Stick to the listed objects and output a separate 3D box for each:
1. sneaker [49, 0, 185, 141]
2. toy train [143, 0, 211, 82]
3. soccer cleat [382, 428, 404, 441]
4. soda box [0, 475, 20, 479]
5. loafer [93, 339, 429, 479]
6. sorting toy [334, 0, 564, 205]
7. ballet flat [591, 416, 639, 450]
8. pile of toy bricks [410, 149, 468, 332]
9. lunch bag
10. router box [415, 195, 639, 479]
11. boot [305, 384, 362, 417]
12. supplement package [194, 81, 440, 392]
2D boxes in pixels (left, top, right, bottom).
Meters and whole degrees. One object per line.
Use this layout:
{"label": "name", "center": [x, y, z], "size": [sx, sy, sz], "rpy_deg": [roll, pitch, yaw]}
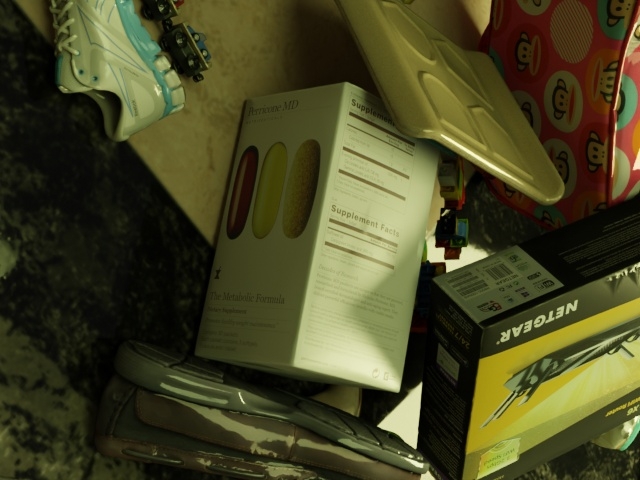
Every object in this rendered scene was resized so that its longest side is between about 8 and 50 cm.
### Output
{"label": "sneaker", "center": [-0.184, -0.161, 0.813], "size": [0.083, 0.071, 0.190], "rpy_deg": [-44, 117, -26]}
{"label": "toy train", "center": [-0.137, -0.209, 0.881], "size": [0.036, 0.027, 0.158], "rpy_deg": [-48, 119, -43]}
{"label": "soccer cleat", "center": [0.038, 0.270, 1.017], "size": [0.072, 0.060, 0.178], "rpy_deg": [29, 65, -28]}
{"label": "soda box", "center": [-0.316, 0.191, 0.680], "size": [0.286, 0.091, 0.098], "rpy_deg": [22, 75, -39]}
{"label": "loafer", "center": [-0.051, 0.177, 0.896], "size": [0.303, 0.109, 0.095], "rpy_deg": [24, 91, -21]}
{"label": "sorting toy", "center": [0.100, -0.173, 0.984], "size": [0.229, 0.041, 0.307], "rpy_deg": [18, 40, -44]}
{"label": "ballet flat", "center": [0.354, 0.049, 1.263], "size": [0.147, 0.147, 0.408], "rpy_deg": [38, 63, -35]}
{"label": "pile of toy bricks", "center": [0.094, 0.008, 1.047], "size": [0.105, 0.118, 0.212], "rpy_deg": [62, 31, -57]}
{"label": "lunch bag", "center": [0.258, -0.161, 1.082], "size": [0.120, 0.258, 0.293], "rpy_deg": [-12, 118, -28]}
{"label": "router box", "center": [0.245, 0.098, 1.006], "size": [0.309, 0.081, 0.242], "rpy_deg": [-20, 133, -23]}
{"label": "boot", "center": [-0.008, 0.164, 0.986], "size": [0.087, 0.042, 0.118], "rpy_deg": [16, 72, -31]}
{"label": "supplement package", "center": [0.000, 0.000, 0.925], "size": [0.134, 0.139, 0.244], "rpy_deg": [20, 75, -41]}
